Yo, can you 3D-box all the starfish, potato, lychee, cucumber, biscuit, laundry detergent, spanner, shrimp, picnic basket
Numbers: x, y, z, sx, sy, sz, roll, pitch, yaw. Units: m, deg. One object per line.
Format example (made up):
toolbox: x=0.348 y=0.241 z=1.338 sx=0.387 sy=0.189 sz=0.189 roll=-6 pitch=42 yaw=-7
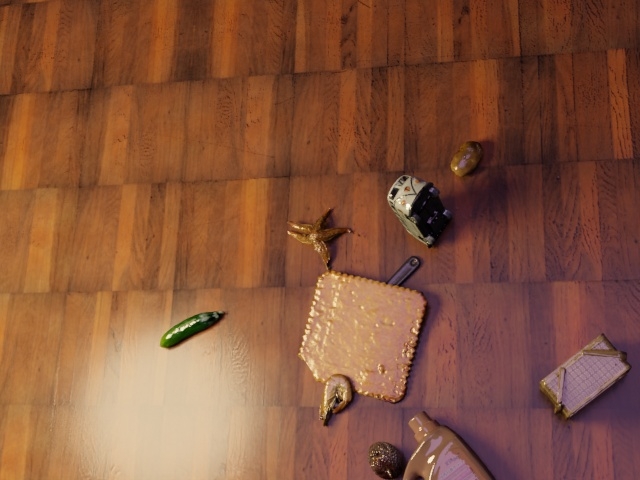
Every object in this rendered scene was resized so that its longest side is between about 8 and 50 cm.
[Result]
starfish: x=0.001 y=-0.002 z=1.937 sx=0.133 sy=0.041 sz=0.130 roll=-19 pitch=71 yaw=7
potato: x=0.304 y=-0.171 z=1.918 sx=0.051 sy=0.040 sz=0.083 roll=31 pitch=81 yaw=25
lychee: x=0.123 y=0.422 z=1.763 sx=0.068 sy=0.067 sz=0.083 roll=4 pitch=39 yaw=-22
cucumber: x=-0.275 y=0.180 z=1.949 sx=0.155 sy=0.037 sz=0.037 roll=-28 pitch=69 yaw=3
biscuit: x=0.081 y=0.190 z=1.863 sx=0.237 sy=0.013 sz=0.232 roll=13 pitch=83 yaw=17
laundry detergent: x=0.222 y=0.449 z=1.727 sx=0.171 sy=0.076 sz=0.237 roll=-40 pitch=69 yaw=-1
spanner: x=0.125 y=0.108 z=1.889 sx=0.208 sy=0.012 sz=0.046 roll=-45 pitch=68 yaw=-3
shrimp: x=0.031 y=0.319 z=1.836 sx=0.059 sy=0.023 sz=0.108 roll=10 pitch=84 yaw=10
picnic basket: x=0.487 y=0.253 z=1.705 sx=0.164 sy=0.115 sz=0.079 roll=-38 pitch=71 yaw=0

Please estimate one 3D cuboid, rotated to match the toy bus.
toy bus: x=0.194 y=-0.063 z=1.834 sx=0.089 sy=0.194 sz=0.087 roll=31 pitch=83 yaw=29
